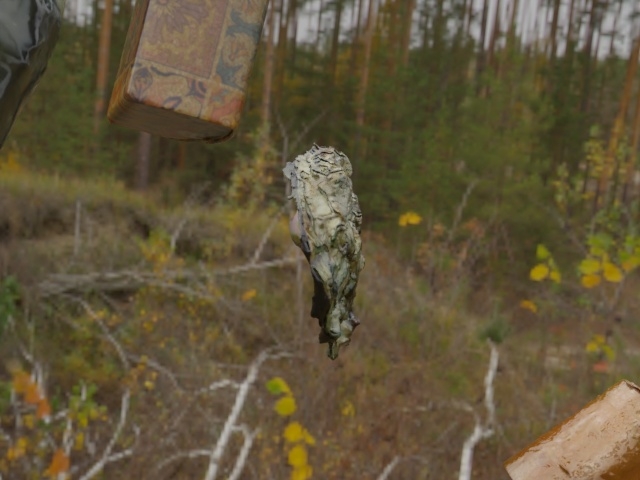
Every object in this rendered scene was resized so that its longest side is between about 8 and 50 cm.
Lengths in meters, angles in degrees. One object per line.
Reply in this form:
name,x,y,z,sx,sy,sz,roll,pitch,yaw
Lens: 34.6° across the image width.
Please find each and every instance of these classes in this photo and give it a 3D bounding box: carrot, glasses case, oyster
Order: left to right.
glasses case,-0.037,-0.152,0.435,0.049,0.218,0.075,15,-5,-17
oyster,0.009,0.000,1.210,0.092,0.198,0.259,-12,47,2
carrot,0.437,0.344,1.592,0.196,0.254,0.196,48,3,-3

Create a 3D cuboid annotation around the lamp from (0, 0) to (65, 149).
lamp,-0.185,-0.116,0.531,0.101,0.250,0.101,3,-26,2
